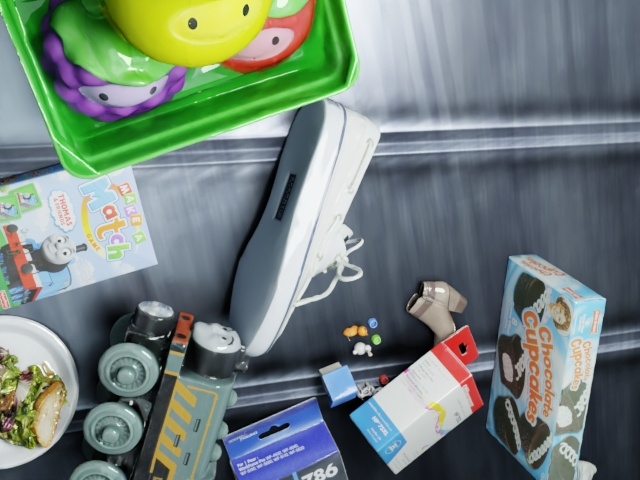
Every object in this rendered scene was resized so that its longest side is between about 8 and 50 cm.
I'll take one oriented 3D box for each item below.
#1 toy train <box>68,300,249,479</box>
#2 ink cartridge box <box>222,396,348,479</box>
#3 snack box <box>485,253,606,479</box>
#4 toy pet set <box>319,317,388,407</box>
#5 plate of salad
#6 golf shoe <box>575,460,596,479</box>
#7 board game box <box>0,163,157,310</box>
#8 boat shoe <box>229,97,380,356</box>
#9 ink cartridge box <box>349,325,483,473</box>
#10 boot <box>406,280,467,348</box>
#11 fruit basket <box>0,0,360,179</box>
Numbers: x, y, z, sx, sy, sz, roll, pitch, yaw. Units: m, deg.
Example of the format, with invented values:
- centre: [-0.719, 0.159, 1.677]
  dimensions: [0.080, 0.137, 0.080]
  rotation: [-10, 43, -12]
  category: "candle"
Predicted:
- centre: [-0.219, 0.244, 1.183]
  dimensions: [0.190, 0.142, 0.334]
  rotation: [15, 106, -9]
  category: "toy train"
- centre: [-0.031, 0.423, 1.388]
  dimensions: [0.165, 0.065, 0.333]
  rotation: [-22, 116, -12]
  category: "ink cartridge box"
- centre: [0.349, 0.203, 1.384]
  dimensions: [0.060, 0.187, 0.322]
  rotation: [-4, 111, -20]
  category: "snack box"
- centre: [0.057, 0.201, 1.337]
  dimensions: [0.114, 0.065, 0.122]
  rotation: [-20, 115, -13]
  category: "toy pet set"
- centre: [-0.413, 0.198, 1.131]
  dimensions: [0.199, 0.048, 0.200]
  rotation: [1, 88, -25]
  category: "plate of salad"
- centre: [0.464, 0.487, 1.609]
  dimensions: [0.086, 0.069, 0.176]
  rotation: [4, 109, -29]
  category: "golf shoe"
- centre: [-0.331, -0.015, 1.116]
  dimensions: [0.211, 0.039, 0.160]
  rotation: [-18, 115, -16]
  category: "board game box"
- centre: [-0.003, -0.003, 1.209]
  dimensions: [0.156, 0.136, 0.367]
  rotation: [17, 93, -30]
  category: "boat shoe"
- centre: [0.172, 0.250, 1.368]
  dimensions: [0.231, 0.078, 0.134]
  rotation: [-38, 146, -4]
  category: "ink cartridge box"
- centre: [0.175, 0.119, 1.370]
  dimensions: [0.087, 0.042, 0.118]
  rotation: [18, 101, -20]
  category: "boot"
- centre: [-0.137, -0.238, 0.924]
  dimensions: [0.392, 0.392, 0.283]
  rotation: [-21, 116, -13]
  category: "fruit basket"
